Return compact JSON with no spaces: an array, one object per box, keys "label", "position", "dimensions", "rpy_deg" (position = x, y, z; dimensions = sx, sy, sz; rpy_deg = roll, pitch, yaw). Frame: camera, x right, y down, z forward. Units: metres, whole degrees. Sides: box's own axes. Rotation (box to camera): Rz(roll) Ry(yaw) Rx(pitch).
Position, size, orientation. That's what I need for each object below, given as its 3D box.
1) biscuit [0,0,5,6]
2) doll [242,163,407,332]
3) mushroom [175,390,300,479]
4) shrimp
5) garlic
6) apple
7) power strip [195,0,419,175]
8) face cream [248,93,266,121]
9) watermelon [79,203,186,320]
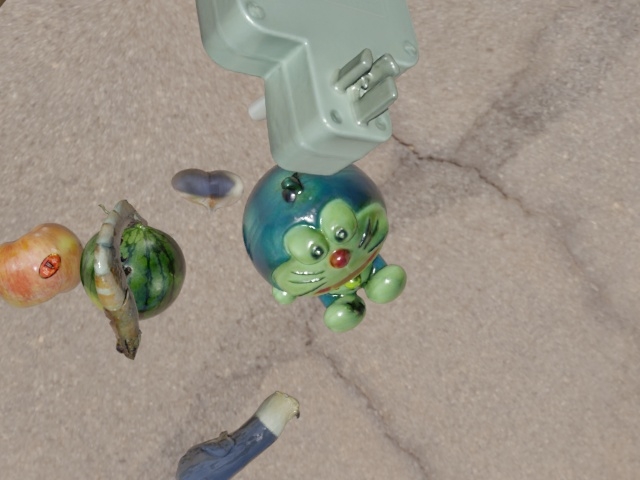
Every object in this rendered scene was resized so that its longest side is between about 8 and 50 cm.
[{"label":"biscuit","position":[-0.675,-0.446,1.332],"dimensions":[0.212,0.212,0.036],"rpy_deg":[-13,141,-8]},{"label":"doll","position":[0.001,0.000,1.024],"dimensions":[0.198,0.186,0.322],"rpy_deg":[-33,150,-7]},{"label":"mushroom","position":[-0.155,0.388,1.395],"dimensions":[0.278,0.096,0.099],"rpy_deg":[-37,99,2]},{"label":"shrimp","position":[-0.229,0.040,0.874],"dimensions":[0.035,0.148,0.195],"rpy_deg":[0,131,0]},{"label":"garlic","position":[-0.279,-0.130,1.790],"dimensions":[0.174,0.124,0.099],"rpy_deg":[3,70,-31]},{"label":"apple","position":[-0.629,0.055,1.636],"dimensions":[0.209,0.209,0.164],"rpy_deg":[-25,97,-3]},{"label":"power strip","position":[0.005,-0.212,0.734],"dimensions":[0.229,0.141,0.261],"rpy_deg":[2,69,-37]},{"label":"face cream","position":[-0.071,-0.295,1.505],"dimensions":[0.182,0.072,0.051],"rpy_deg":[-19,86,38]},{"label":"watermelon","position":[-0.369,0.072,1.420],"dimensions":[0.204,0.127,0.232],"rpy_deg":[21,125,-13]}]
